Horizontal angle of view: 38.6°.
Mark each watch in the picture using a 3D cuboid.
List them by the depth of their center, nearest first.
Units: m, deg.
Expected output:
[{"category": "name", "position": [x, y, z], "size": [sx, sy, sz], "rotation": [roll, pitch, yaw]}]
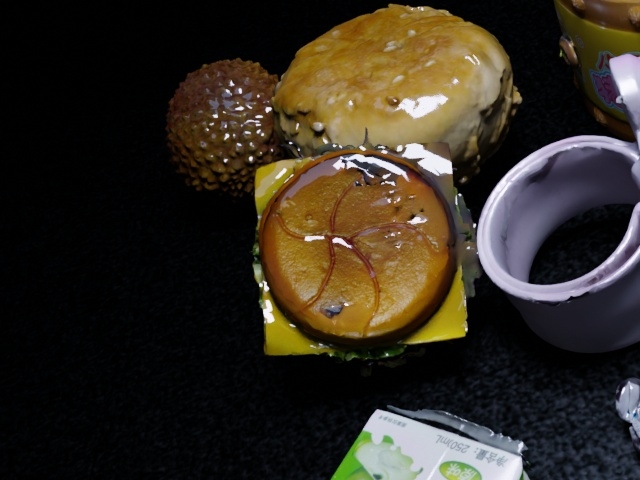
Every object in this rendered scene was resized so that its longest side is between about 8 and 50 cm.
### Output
[{"category": "watch", "position": [0.260, -0.030, 0.873], "size": [0.217, 0.211, 0.248], "rotation": [-23, 46, 23]}]

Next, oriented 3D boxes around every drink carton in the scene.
[{"category": "drink carton", "position": [0.053, 0.272, 0.714], "size": [0.161, 0.108, 0.271], "rotation": [11, 52, 41]}]

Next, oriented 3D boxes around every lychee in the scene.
[{"category": "lychee", "position": [-0.124, -0.151, 1.259], "size": [0.200, 0.200, 0.238], "rotation": [-42, 33, -16]}]

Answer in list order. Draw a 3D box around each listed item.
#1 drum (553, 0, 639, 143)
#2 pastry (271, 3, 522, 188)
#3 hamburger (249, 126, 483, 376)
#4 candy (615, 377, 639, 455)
[{"category": "drum", "position": [0.469, -0.299, 1.015], "size": [0.431, 0.214, 0.431], "rotation": [-17, 40, 15]}, {"category": "pastry", "position": [0.092, -0.155, 1.118], "size": [0.284, 0.184, 0.316], "rotation": [-33, 36, -16]}, {"category": "hamburger", "position": [0.042, 0.009, 0.940], "size": [0.243, 0.139, 0.261], "rotation": [-3, 83, 8]}, {"category": "candy", "position": [0.352, 0.133, 0.727], "size": [0.226, 0.051, 0.094], "rotation": [-7, 40, 27]}]
